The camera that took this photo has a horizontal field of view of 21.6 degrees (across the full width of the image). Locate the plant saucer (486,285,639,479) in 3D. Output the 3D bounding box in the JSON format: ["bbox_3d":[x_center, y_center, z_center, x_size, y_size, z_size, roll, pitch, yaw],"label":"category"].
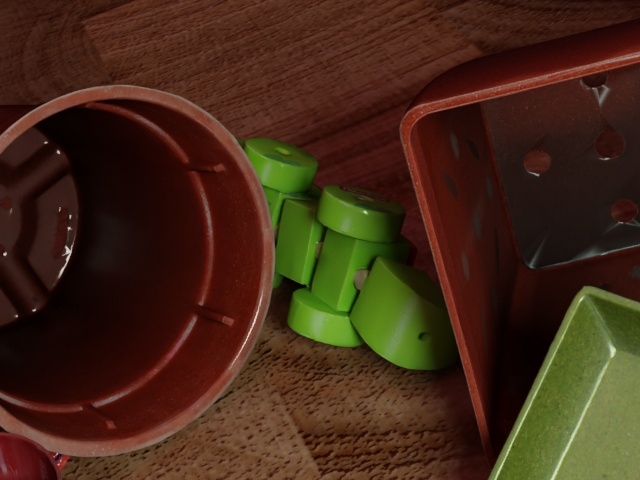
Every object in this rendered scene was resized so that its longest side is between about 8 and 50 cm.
[{"bbox_3d":[0.203,0.143,1.005,0.188,0.045,0.188,20,79,37],"label":"plant saucer"}]

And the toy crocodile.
[{"bbox_3d":[0.000,0.000,1.338,0.105,0.115,0.340,7,16,-34],"label":"toy crocodile"}]

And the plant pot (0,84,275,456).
[{"bbox_3d":[-0.219,0.005,1.319,0.272,0.272,0.265,-34,26,-24],"label":"plant pot"}]

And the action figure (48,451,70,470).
[{"bbox_3d":[-0.217,0.169,1.263,0.115,0.030,0.038,-32,39,-29],"label":"action figure"}]

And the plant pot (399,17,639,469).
[{"bbox_3d":[0.212,-0.032,1.159,0.267,0.267,0.236,-13,21,8],"label":"plant pot"}]

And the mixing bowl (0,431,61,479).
[{"bbox_3d":[-0.242,0.223,1.125,0.181,0.098,0.181,-14,33,9],"label":"mixing bowl"}]
